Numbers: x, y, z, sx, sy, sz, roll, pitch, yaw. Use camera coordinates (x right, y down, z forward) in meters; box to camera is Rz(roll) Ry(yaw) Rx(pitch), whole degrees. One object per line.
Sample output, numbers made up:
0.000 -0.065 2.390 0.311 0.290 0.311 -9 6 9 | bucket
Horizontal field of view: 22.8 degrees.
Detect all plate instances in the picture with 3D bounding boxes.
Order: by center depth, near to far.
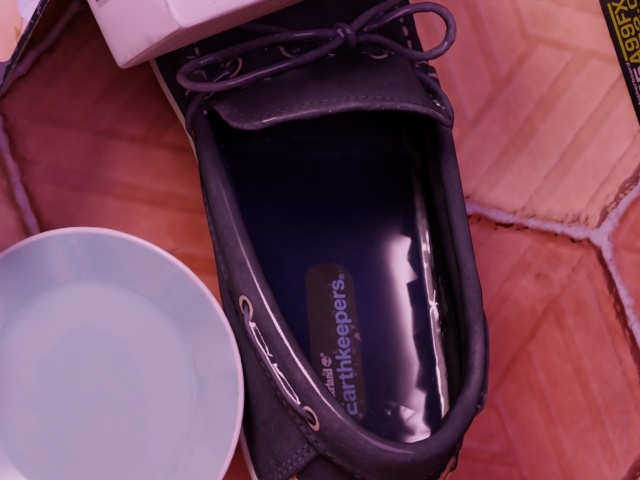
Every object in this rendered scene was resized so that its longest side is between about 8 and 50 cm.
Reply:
-0.132 0.086 0.903 0.188 0.024 0.188 0 89 11 | plate

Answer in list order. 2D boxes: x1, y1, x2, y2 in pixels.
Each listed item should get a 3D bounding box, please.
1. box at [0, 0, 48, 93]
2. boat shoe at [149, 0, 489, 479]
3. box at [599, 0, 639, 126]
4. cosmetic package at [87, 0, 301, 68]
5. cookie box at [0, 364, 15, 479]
-0.190 -0.164 0.911 0.087 0.169 0.290 28 77 -13 | box
-0.002 -0.077 0.950 0.186 0.156 0.500 -5 73 -17 | boat shoe
0.308 -0.190 1.150 0.216 0.060 0.270 -19 92 -21 | box
-0.024 -0.187 0.852 0.231 0.085 0.117 -28 95 -32 | cosmetic package
-0.195 0.103 0.947 0.092 0.040 0.107 39 73 -11 | cookie box
